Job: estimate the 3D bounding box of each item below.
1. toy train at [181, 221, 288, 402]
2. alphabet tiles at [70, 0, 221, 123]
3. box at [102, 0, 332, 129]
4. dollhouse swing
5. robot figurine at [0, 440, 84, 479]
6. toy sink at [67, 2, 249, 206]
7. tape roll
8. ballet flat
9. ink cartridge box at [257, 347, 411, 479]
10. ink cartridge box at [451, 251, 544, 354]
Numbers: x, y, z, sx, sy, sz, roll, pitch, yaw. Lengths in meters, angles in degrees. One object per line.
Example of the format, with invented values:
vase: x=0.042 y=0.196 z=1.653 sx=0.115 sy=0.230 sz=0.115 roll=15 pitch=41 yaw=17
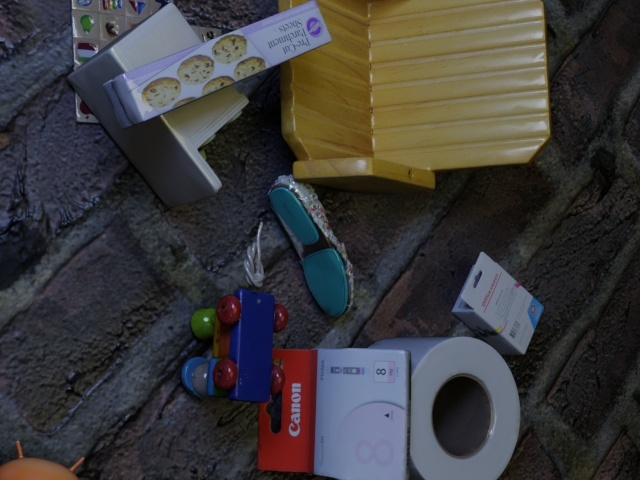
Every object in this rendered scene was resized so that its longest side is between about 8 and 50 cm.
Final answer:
toy train: x=-0.128 y=0.106 z=1.386 sx=0.105 sy=0.143 sz=0.247 roll=14 pitch=72 yaw=-41
alphabet tiles: x=-0.246 y=-0.262 z=1.418 sx=0.237 sy=0.009 sz=0.198 roll=0 pitch=85 yaw=-35
box: x=-0.127 y=-0.233 z=1.269 sx=0.324 sy=0.063 sz=0.067 roll=-29 pitch=103 yaw=-34
dollhouse swing: x=0.152 y=-0.263 z=1.494 sx=0.315 sy=0.305 sz=0.346 roll=6 pitch=81 yaw=-55
robot figurine: x=-0.362 y=0.364 z=1.196 sx=0.128 sy=0.158 sz=0.219 roll=39 pitch=61 yaw=-57
toy sink: x=-0.203 y=-0.183 z=1.341 sx=0.131 sy=0.153 sz=0.234 roll=-47 pitch=110 yaw=-30
tape roll: x=0.173 y=0.274 z=1.554 sx=0.246 sy=0.169 sz=0.246 roll=4 pitch=82 yaw=-34
ballet flat: x=0.000 y=0.000 z=1.520 sx=0.077 sy=0.091 sz=0.240 roll=-45 pitch=115 yaw=-53
ink cartridge box: x=0.015 y=0.251 z=1.420 sx=0.066 sy=0.233 sz=0.189 roll=35 pitch=55 yaw=-77
ink cartridge box: x=0.304 y=0.112 z=1.728 sx=0.181 sy=0.062 sz=0.104 roll=41 pitch=64 yaw=-25
